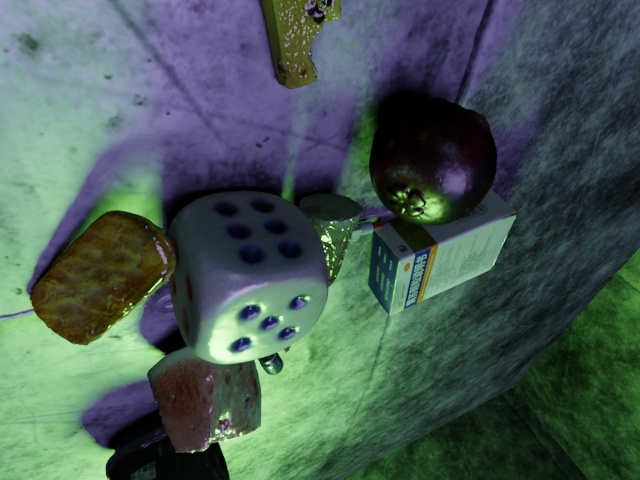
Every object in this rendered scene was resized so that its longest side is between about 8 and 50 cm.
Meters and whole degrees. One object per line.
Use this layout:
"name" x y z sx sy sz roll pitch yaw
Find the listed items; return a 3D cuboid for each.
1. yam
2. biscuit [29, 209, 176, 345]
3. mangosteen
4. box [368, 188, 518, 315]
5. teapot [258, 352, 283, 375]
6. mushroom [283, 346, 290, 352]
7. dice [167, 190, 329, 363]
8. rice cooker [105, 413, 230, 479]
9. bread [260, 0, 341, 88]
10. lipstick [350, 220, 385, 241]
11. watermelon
"yam" 0.000 0.000 0.715 0.106 0.107 0.183 -13 139 -25
"biscuit" -0.298 0.055 0.567 0.247 0.029 0.118 -38 105 18
"mangosteen" 0.174 -0.124 0.644 0.209 0.210 0.210 -20 141 -17
"box" 0.262 0.022 0.929 0.299 0.106 0.200 -20 140 -15
"teapot" -0.125 0.281 0.986 0.049 0.063 0.083 -54 148 -28
"mushroom" -0.086 0.202 0.891 0.085 0.079 0.085 -17 139 -15
"dice" -0.112 0.052 0.616 0.193 0.193 0.192 -7 134 -29
"rice cooker" -0.344 0.544 0.954 0.266 0.225 0.268 -15 133 -17
"bread" -0.023 -0.275 0.441 0.087 0.049 0.226 -25 143 -11
"lipstick" 0.073 -0.021 0.805 0.129 0.030 0.030 -14 138 -24
"watermelon" -0.223 0.319 0.826 0.147 0.226 0.319 -7 130 9
